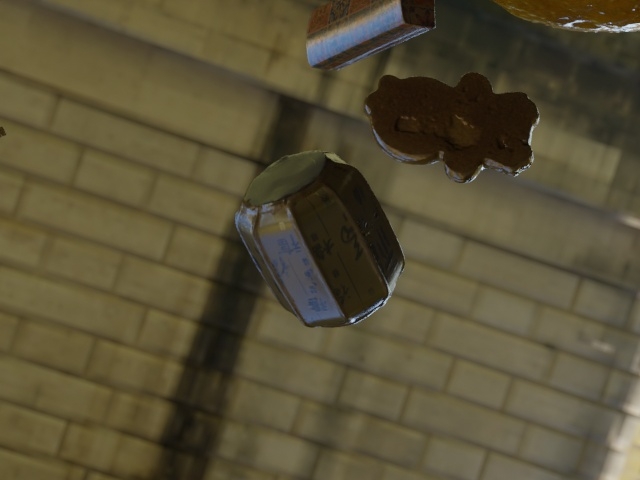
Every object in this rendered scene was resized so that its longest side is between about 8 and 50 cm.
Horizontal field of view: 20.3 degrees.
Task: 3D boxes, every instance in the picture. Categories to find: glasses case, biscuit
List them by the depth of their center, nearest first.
[{"bbox_3d":[0.056,-0.262,2.118,0.049,0.075,0.218,3,171,-30],"label":"glasses case"},{"bbox_3d":[0.180,-0.161,2.508,0.249,0.184,0.035,7,147,5],"label":"biscuit"}]

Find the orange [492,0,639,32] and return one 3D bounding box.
[{"bbox_3d":[0.230,-0.319,1.371,0.293,0.340,0.340,35,170,-37],"label":"orange"}]

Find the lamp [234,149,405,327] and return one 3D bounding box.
[{"bbox_3d":[0.000,0.000,2.025,0.161,0.161,0.185,18,144,57],"label":"lamp"}]

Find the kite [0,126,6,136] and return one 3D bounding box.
[{"bbox_3d":[-0.554,-0.095,2.144,0.360,0.204,0.022,-29,-163,-24],"label":"kite"}]
